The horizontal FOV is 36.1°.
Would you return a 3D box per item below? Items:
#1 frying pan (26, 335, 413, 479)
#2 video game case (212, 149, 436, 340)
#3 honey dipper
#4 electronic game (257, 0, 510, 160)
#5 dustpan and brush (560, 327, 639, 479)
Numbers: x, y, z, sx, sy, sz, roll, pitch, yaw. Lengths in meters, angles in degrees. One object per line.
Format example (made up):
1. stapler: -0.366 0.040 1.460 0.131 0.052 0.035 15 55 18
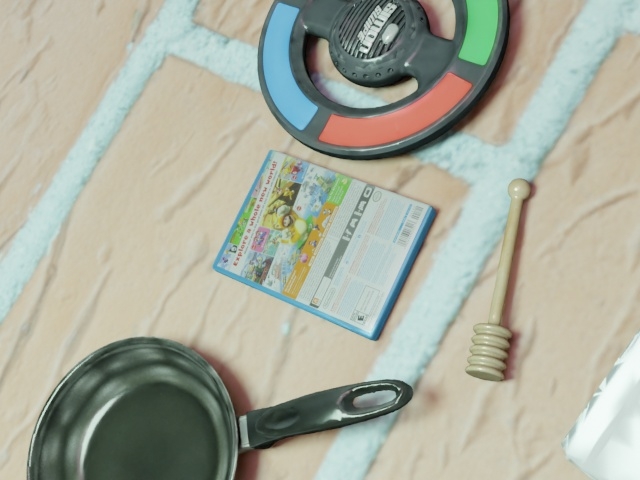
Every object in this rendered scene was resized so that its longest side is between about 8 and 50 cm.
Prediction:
1. frying pan: -0.100 0.140 0.798 0.326 0.053 0.197 -35 62 6
2. video game case: 0.000 0.000 0.827 0.166 0.015 0.119 22 82 28
3. honey dipper: 0.141 0.027 0.750 0.030 0.030 0.161 7 71 25
4. electronic game: 0.050 -0.177 0.851 0.229 0.048 0.229 -8 68 20
5. dustpan and brush: 0.284 0.146 0.634 0.211 0.060 0.147 38 100 36
